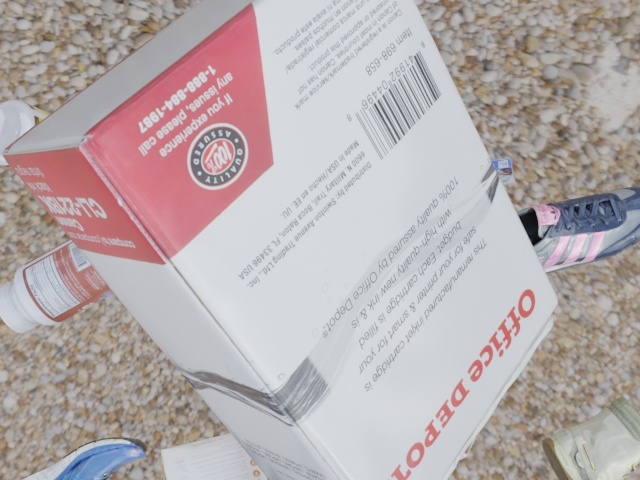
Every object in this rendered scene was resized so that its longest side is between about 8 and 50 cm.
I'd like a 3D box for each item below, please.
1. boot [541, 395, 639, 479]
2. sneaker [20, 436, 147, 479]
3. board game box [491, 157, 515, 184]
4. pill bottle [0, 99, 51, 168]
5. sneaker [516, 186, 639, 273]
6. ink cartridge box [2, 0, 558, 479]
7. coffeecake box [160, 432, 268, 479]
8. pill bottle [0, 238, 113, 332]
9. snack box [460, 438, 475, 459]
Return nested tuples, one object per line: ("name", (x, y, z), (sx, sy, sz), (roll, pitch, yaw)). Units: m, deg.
("boot", (0.471, 0.372, 1.211), (0.165, 0.077, 0.213), (-28, 84, -7))
("sneaker", (-0.521, 0.543, 1.684), (0.330, 0.130, 0.147), (-30, 71, 1))
("board game box", (0.265, -0.106, 1.238), (0.090, 0.090, 0.020), (-7, 78, 17))
("pill bottle", (-0.490, -0.167, 1.394), (0.117, 0.215, 0.117), (-7, 75, 27))
("sneaker", (0.413, -0.023, 1.287), (0.319, 0.112, 0.131), (-23, 146, 10))
("ink cartridge box", (0.000, 0.000, 0.434), (0.197, 0.114, 0.273), (-47, 118, -27))
("coffeecake box", (-0.146, 0.387, 1.123), (0.142, 0.185, 0.068), (-9, 148, -18))
("pill bottle", (-0.448, 0.072, 1.338), (0.216, 0.121, 0.121), (-28, 104, 5))
("snack box", (0.191, 0.356, 1.276), (0.022, 0.064, 0.178), (43, 135, -3))
